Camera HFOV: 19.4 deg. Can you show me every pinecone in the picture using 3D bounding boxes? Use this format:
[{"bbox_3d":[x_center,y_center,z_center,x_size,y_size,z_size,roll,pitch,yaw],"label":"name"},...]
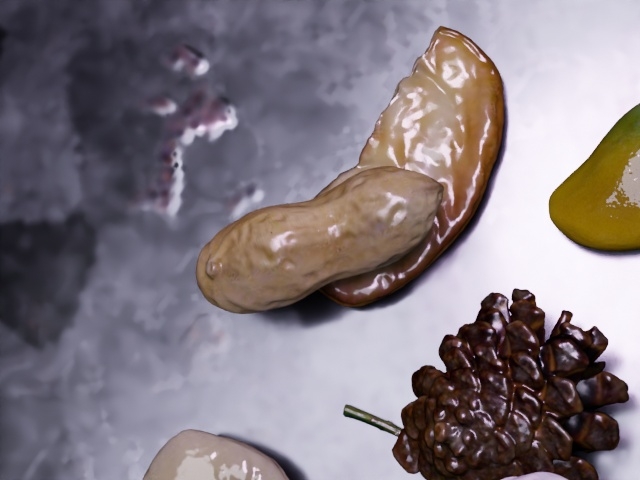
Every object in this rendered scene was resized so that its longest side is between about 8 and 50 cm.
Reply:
[{"bbox_3d":[0.189,0.159,1.782,0.202,0.201,0.229,44,129,-7],"label":"pinecone"}]

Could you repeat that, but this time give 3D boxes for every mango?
[{"bbox_3d":[0.321,-0.060,1.841,0.122,0.085,0.191,42,103,4],"label":"mango"}]

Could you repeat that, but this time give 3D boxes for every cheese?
[{"bbox_3d":[-0.142,0.313,1.888,0.159,0.093,0.263,38,92,13],"label":"cheese"}]

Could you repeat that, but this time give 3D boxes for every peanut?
[{"bbox_3d":[0.000,0.000,1.842,0.263,0.117,0.101,-20,98,6],"label":"peanut"}]

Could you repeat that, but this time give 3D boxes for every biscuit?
[{"bbox_3d":[0.092,-0.065,1.910,0.154,0.045,0.299,39,91,16],"label":"biscuit"}]

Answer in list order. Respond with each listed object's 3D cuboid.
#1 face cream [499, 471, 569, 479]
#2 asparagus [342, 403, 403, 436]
[{"bbox_3d":[0.117,0.294,1.723,0.345,0.102,0.102,-39,71,50],"label":"face cream"},{"bbox_3d":[0.075,0.194,1.894,0.114,0.014,0.015,24,122,16],"label":"asparagus"}]
